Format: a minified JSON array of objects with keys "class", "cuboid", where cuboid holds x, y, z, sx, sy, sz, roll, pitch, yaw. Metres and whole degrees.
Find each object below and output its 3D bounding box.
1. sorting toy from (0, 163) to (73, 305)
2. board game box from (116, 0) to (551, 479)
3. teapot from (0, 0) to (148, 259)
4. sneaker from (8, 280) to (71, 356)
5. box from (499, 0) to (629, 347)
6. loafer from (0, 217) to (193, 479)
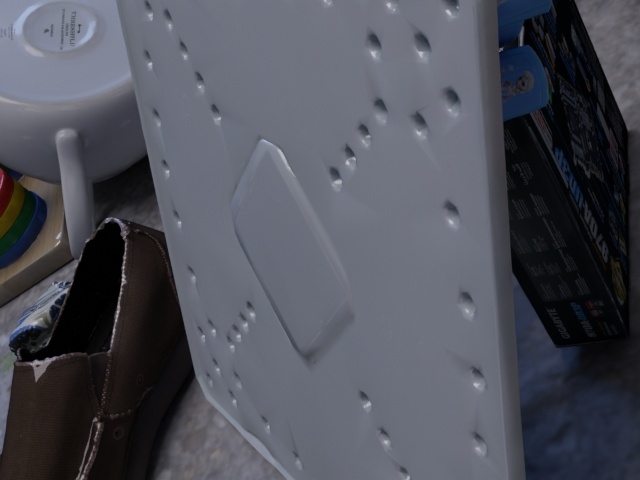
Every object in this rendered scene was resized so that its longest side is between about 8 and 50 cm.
[{"class":"sorting toy","cuboid":[-0.380,-0.035,1.281,0.255,0.089,0.257,-31,40,20]},{"class":"board game box","cuboid":[0.000,0.000,0.683,0.050,0.390,0.390,-22,29,-25]},{"class":"teapot","cuboid":[-0.245,-0.142,1.180,0.252,0.187,0.256,31,57,20]},{"class":"sneaker","cuboid":[-0.233,0.056,1.090,0.135,0.052,0.058,-29,37,22]},{"class":"box","cuboid":[0.133,-0.067,0.706,0.051,0.220,0.175,-10,50,26]},{"class":"loafer","cuboid":[-0.204,0.137,0.922,0.134,0.130,0.366,-5,53,41]}]
